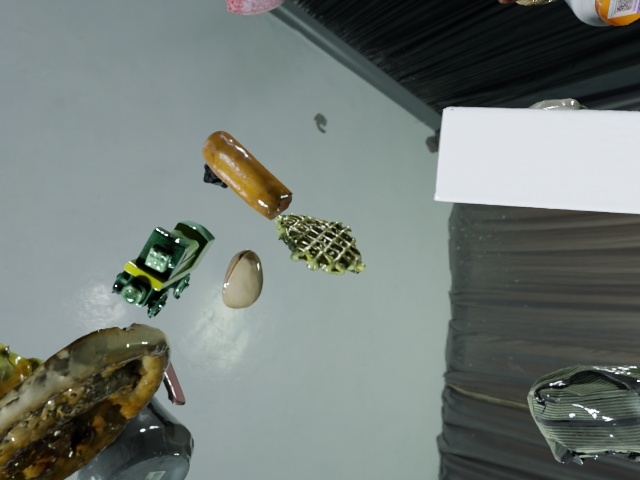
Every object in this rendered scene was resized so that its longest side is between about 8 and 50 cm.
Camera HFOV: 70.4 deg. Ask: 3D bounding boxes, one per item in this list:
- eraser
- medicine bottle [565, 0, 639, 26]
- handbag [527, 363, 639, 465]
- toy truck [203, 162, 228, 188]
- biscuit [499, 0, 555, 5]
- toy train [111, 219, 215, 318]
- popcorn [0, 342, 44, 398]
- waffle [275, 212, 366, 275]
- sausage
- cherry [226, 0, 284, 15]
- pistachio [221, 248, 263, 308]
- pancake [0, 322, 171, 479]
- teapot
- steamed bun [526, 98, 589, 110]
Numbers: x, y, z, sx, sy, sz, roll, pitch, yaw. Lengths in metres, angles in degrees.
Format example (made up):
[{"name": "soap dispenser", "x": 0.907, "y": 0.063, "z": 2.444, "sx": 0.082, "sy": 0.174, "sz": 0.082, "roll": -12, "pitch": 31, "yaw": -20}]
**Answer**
[{"name": "eraser", "x": 0.249, "y": -0.065, "z": 0.371, "sx": 0.076, "sy": 0.299, "sz": 0.078, "roll": -37, "pitch": 131, "yaw": -72}, {"name": "medicine bottle", "x": 0.599, "y": -0.559, "z": 0.960, "sx": 0.157, "sy": 0.157, "sz": 0.288, "roll": 42, "pitch": 37, "yaw": -31}, {"name": "handbag", "x": 0.727, "y": 0.456, "z": 1.179, "sx": 0.240, "sy": 0.341, "sz": 0.247, "roll": 8, "pitch": 68, "yaw": -61}, {"name": "toy truck", "x": -0.325, "y": -0.267, "z": 1.643, "sx": 0.110, "sy": 0.216, "sz": 0.116, "roll": 14, "pitch": 73, "yaw": -50}, {"name": "biscuit", "x": 0.232, "y": -0.419, "z": 0.511, "sx": 0.334, "sy": 0.081, "sz": 0.289, "roll": -37, "pitch": 125, "yaw": -36}, {"name": "toy train", "x": -0.474, "y": 0.072, "z": 1.407, "sx": 0.160, "sy": 0.397, "sz": 0.253, "roll": 34, "pitch": 98, "yaw": -2}, {"name": "popcorn", "x": -0.903, "y": 0.375, "z": 1.139, "sx": 0.335, "sy": 0.279, "sz": 0.274, "roll": 69, "pitch": 40, "yaw": -57}, {"name": "waffle", "x": 0.000, "y": 0.000, "z": 1.479, "sx": 0.298, "sy": 0.317, "sz": 0.073, "roll": 12, "pitch": 121, "yaw": -27}, {"name": "sausage", "x": -0.188, "y": -0.163, "z": 1.110, "sx": 0.270, "sy": 0.109, "sz": 0.109, "roll": 44, "pitch": 51, "yaw": 12}, {"name": "cherry", "x": -0.065, "y": -0.440, "z": 0.698, "sx": 0.107, "sy": 0.226, "sz": 0.090, "roll": 37, "pitch": 24, "yaw": -39}, {"name": "pistachio", "x": -0.208, "y": 0.101, "z": 1.211, "sx": 0.126, "sy": 0.108, "sz": 0.185, "roll": -13, "pitch": 130, "yaw": -47}, {"name": "pancake", "x": -0.373, "y": 0.261, "z": 0.686, "sx": 0.065, "sy": 0.356, "sz": 0.356, "roll": 41, "pitch": 49, "yaw": 18}, {"name": "teapot", "x": -0.536, "y": 0.526, "z": 1.303, "sx": 0.376, "sy": 0.362, "sz": 0.306, "roll": -52, "pitch": 140, "yaw": 6}, {"name": "steamed bun", "x": 0.377, "y": -0.135, "z": 0.709, "sx": 0.183, "sy": 0.106, "sz": 0.182, "roll": -7, "pitch": 102, "yaw": -35}]
